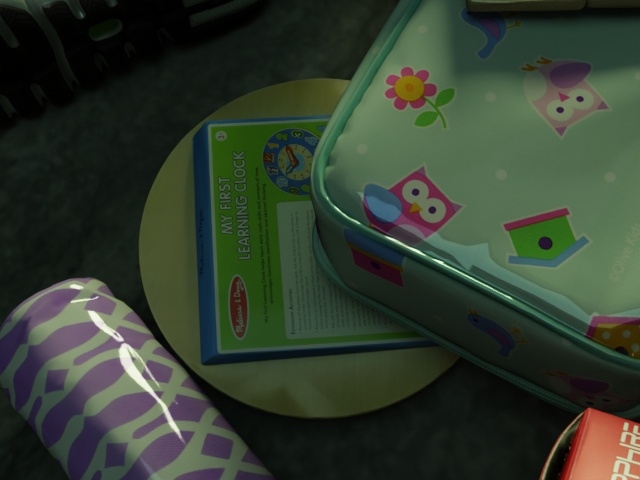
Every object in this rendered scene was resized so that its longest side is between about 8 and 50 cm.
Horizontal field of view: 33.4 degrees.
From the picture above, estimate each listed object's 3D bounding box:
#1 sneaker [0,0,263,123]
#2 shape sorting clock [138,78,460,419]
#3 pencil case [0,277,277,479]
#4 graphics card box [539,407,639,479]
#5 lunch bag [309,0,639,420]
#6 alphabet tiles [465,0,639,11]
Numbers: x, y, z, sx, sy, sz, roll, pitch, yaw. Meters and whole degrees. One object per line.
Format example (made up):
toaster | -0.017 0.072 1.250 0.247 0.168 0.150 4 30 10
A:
sneaker | -0.183 -0.180 0.690 0.281 0.106 0.163 -19 60 -9
shape sorting clock | 0.000 0.000 0.604 0.206 0.040 0.206 1 67 -2
pencil case | -0.091 0.112 0.557 0.086 0.088 0.206 -19 58 -42
graphics card box | 0.236 0.227 0.374 0.370 0.094 0.233 16 113 18
lunch bag | 0.130 -0.068 0.554 0.224 0.108 0.279 25 67 17
alphabet tiles | 0.184 -0.237 0.572 0.342 0.011 0.285 -1 62 1
